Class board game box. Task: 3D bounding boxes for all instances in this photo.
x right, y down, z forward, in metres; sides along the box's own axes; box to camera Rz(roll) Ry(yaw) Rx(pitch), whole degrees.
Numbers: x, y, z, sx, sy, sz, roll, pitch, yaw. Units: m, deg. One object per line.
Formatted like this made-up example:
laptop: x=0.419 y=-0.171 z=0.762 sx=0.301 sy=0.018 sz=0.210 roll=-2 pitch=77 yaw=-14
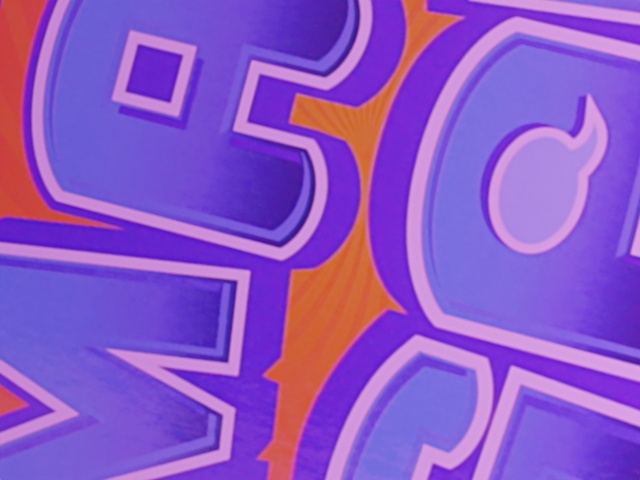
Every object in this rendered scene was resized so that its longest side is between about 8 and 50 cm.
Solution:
board game box: x=0.032 y=-0.016 z=0.557 sx=0.356 sy=0.357 sz=0.356 roll=22 pitch=83 yaw=-83
